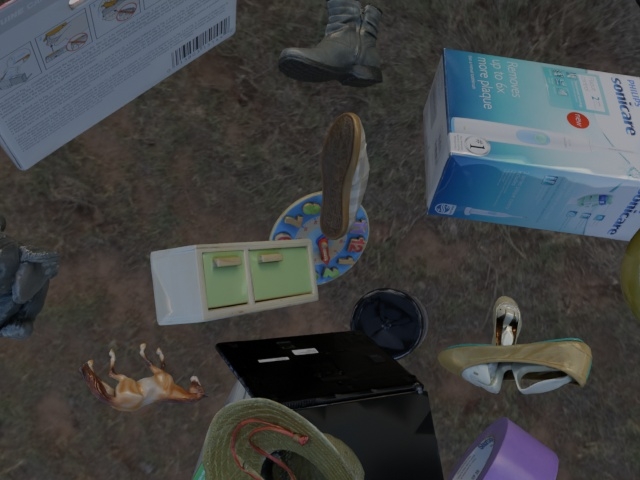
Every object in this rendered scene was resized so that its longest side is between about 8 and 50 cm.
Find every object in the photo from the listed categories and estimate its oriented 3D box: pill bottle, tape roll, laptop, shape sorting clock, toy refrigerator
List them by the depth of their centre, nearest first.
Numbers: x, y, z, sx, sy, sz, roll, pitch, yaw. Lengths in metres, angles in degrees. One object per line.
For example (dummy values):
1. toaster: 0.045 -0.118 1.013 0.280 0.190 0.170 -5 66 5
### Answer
1. laptop: 0.010 0.238 0.913 0.234 0.264 0.136 -1 110 -29
2. tape roll: 0.227 0.336 0.944 0.080 0.189 0.189 35 108 9
3. toy refrigerator: -0.112 0.055 1.030 0.094 0.270 0.102 -8 87 34
4. pill bottle: 0.129 0.146 1.252 0.123 0.219 0.122 -1 85 12
5. shape sorting clock: 0.000 0.000 1.345 0.206 0.040 0.206 -15 126 -21

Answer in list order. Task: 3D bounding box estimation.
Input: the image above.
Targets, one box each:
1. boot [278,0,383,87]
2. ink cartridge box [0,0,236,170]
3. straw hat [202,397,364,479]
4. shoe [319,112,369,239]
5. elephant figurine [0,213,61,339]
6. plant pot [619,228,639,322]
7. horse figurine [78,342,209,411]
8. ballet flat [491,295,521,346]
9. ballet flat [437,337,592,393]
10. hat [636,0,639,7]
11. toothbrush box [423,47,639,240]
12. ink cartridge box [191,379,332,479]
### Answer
1. boot: 0.018 -0.381 1.328 0.083 0.247 0.161 -5 89 50
2. ink cartridge box: -0.209 -0.218 0.686 0.296 0.261 0.066 -39 83 -18
3. straw hat: -0.004 0.155 0.437 0.145 0.061 0.144 9 106 34
4. shoe: 0.043 -0.110 1.217 0.077 0.058 0.218 19 107 40
5. elephant figurine: -0.483 0.042 1.074 0.170 0.185 0.239 5 140 -22
6. plant pot: 0.301 0.029 0.573 0.134 0.095 0.134 0 87 -3
7. horse figurine: -0.394 0.306 1.532 0.174 0.263 0.066 53 125 29
8. ballet flat: 0.353 0.164 1.330 0.057 0.168 0.052 11 141 5
9. ballet flat: 0.276 0.188 1.038 0.232 0.073 0.080 -12 140 33
10. hat: 0.297 -0.044 0.355 0.134 0.331 0.331 -32 93 20
11. toothbrush box: 0.303 -0.135 0.991 0.296 0.216 0.126 9 143 -4
12. ink cartridge box: -0.054 0.388 1.267 0.289 0.121 0.211 26 114 -7
